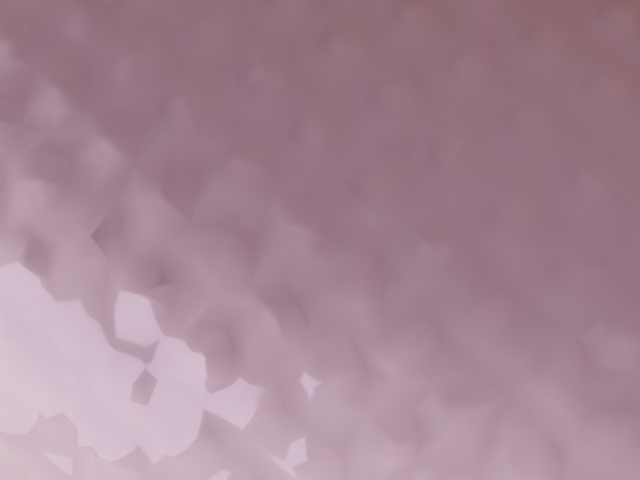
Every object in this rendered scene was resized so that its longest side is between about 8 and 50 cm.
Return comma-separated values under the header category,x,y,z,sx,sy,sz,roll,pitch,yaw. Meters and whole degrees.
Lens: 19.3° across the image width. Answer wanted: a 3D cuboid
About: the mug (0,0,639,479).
category,x,y,z,sx,sy,sz,roll,pitch,yaw
mug,-0.003,-0.041,0.622,0.328,0.374,0.276,12,162,5
